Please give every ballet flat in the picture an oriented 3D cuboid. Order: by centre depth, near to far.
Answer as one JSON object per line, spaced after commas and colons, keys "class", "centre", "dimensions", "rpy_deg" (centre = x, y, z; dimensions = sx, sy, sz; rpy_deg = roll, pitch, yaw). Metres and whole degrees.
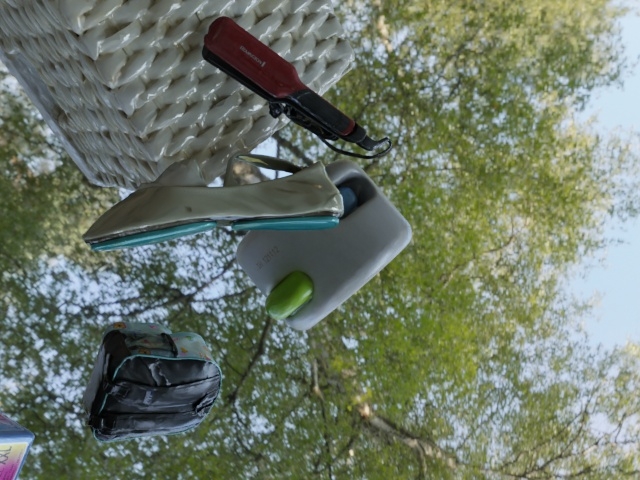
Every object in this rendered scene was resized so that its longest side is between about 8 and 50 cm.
{"class": "ballet flat", "centre": [-0.097, -0.041, 0.631], "dimensions": [0.249, 0.086, 0.086], "rpy_deg": [-6, -136, -25]}

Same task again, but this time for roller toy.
{"class": "roller toy", "centre": [0.000, 0.000, 0.822], "dimensions": [0.191, 0.209, 0.146], "rpy_deg": [-41, -93, 3]}

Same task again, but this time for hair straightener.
{"class": "hair straightener", "centre": [-0.024, -0.155, 0.731], "dimensions": [0.231, 0.089, 0.047], "rpy_deg": [28, -98, -13]}

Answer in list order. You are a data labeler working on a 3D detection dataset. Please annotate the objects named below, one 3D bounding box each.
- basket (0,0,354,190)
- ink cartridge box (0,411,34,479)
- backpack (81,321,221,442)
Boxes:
{"class": "basket", "centre": [-0.192, -0.266, 0.817], "dimensions": [0.331, 0.328, 0.266], "rpy_deg": [-42, -147, -23]}
{"class": "ink cartridge box", "centre": [-0.665, 0.293, 0.945], "dimensions": [0.270, 0.395, 0.151], "rpy_deg": [17, -93, 29]}
{"class": "backpack", "centre": [-0.254, 0.212, 1.026], "dimensions": [0.189, 0.165, 0.144], "rpy_deg": [11, -161, -32]}
